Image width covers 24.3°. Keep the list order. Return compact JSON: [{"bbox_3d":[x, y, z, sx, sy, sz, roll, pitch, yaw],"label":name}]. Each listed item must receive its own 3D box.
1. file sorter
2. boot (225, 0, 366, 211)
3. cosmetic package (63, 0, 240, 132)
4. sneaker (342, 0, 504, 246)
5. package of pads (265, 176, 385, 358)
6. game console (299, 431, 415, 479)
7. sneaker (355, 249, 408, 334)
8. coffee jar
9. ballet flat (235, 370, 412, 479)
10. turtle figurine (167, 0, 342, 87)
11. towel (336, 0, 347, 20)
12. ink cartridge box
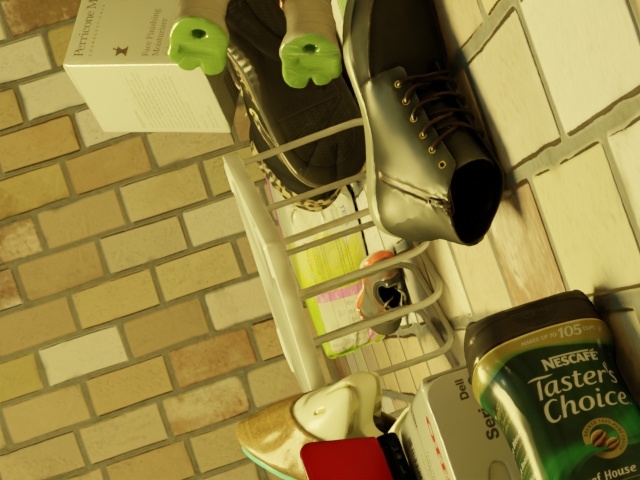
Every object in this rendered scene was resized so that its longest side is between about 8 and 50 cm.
[{"bbox_3d":[0.031,0.041,1.577,0.193,0.173,0.277,-118,10,-56],"label":"file sorter"},{"bbox_3d":[-0.051,-0.215,1.818,0.284,0.138,0.377,100,146,-80],"label":"boot"},{"bbox_3d":[-0.204,-0.239,1.888,0.151,0.184,0.151,67,-152,-57],"label":"cosmetic package"},{"bbox_3d":[0.086,-0.106,1.128,0.118,0.083,0.222,13,114,60],"label":"sneaker"},{"bbox_3d":[0.000,0.000,2.176,0.229,0.101,0.296,-114,7,-52],"label":"package of pads"},{"bbox_3d":[0.048,0.240,1.224,0.124,0.085,0.144,77,174,-59],"label":"game console"},{"bbox_3d":[0.081,0.081,1.848,0.158,0.061,0.065,77,166,-52],"label":"sneaker"},{"bbox_3d":[0.158,0.119,0.920,0.079,0.096,0.184,83,167,-54],"label":"coffee jar"},{"bbox_3d":[0.069,0.200,1.425,0.342,0.116,0.124,23,123,30],"label":"ballet flat"},{"bbox_3d":[-0.056,-0.240,1.249,0.198,0.275,0.266,27,-128,-35],"label":"turtle figurine"},{"bbox_3d":[0.028,-0.257,1.437,0.113,0.023,0.152,138,116,-82],"label":"towel"},{"bbox_3d":[0.154,0.205,1.124,0.289,0.121,0.211,91,161,-77],"label":"ink cartridge box"}]
